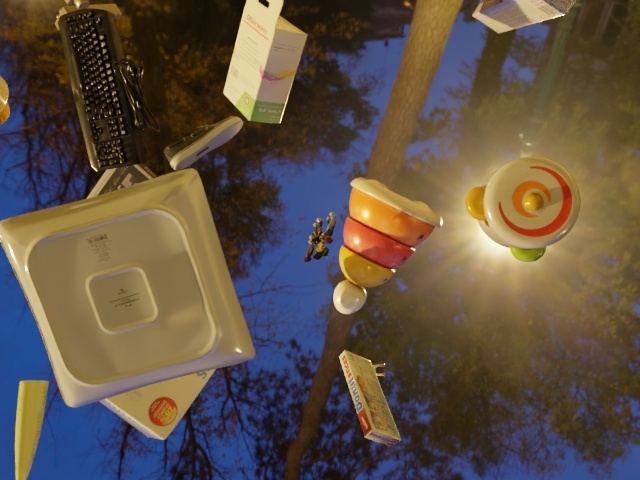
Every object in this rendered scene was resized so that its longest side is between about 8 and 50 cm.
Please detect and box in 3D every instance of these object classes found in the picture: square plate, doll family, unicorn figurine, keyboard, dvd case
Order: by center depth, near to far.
[{"bbox_3d":[-0.261,-0.185,0.638,0.100,0.192,0.038,-9,-170,7],"label":"keyboard"},{"bbox_3d":[-0.321,0.091,0.869,0.346,0.344,0.049,-15,-169,1],"label":"square plate"},{"bbox_3d":[-0.397,-0.062,1.181,0.238,0.179,0.030,41,-160,-6],"label":"dvd case"},{"bbox_3d":[0.140,0.395,1.557,0.161,0.111,0.060,20,-117,-33],"label":"unicorn figurine"},{"bbox_3d":[0.000,0.000,1.602,0.075,0.193,0.111,16,-137,0],"label":"doll family"}]

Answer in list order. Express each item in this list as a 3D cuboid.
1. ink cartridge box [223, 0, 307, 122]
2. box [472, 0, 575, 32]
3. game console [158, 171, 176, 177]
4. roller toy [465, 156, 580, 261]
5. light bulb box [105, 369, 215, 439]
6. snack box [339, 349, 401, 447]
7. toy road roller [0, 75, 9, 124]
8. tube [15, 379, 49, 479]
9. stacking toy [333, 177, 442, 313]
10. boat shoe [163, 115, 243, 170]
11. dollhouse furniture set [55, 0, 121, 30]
[{"bbox_3d":[-0.162,-0.559,1.576,0.119,0.354,0.207,-4,-141,-37],"label":"ink cartridge box"},{"bbox_3d":[0.313,-0.376,0.811,0.067,0.063,0.324,31,-164,-6],"label":"box"},{"bbox_3d":[-0.429,-0.122,1.339,0.122,0.071,0.107,-27,-166,-39],"label":"game console"},{"bbox_3d":[0.433,-0.078,1.110,0.209,0.191,0.146,41,-177,6],"label":"roller toy"},{"bbox_3d":[-0.472,0.385,1.591,0.225,0.361,0.358,39,-119,-7],"label":"light bulb box"},{"bbox_3d":[0.081,0.263,0.892,0.064,0.022,0.178,29,-159,-27],"label":"snack box"},{"bbox_3d":[-0.664,-0.167,0.837,0.329,0.202,0.241,-33,-108,-10],"label":"toy road roller"},{"bbox_3d":[-0.664,0.441,1.189,0.062,0.070,0.241,-5,-105,16],"label":"tube"},{"bbox_3d":[0.183,0.045,1.876,0.350,0.480,0.350,25,-171,-4],"label":"stacking toy"},{"bbox_3d":[-0.196,-0.172,0.877,0.142,0.049,0.040,-36,-98,-12],"label":"boat shoe"},{"bbox_3d":[-0.430,-0.490,0.981,0.144,0.151,0.123,-35,-87,-48],"label":"dollhouse furniture set"}]
